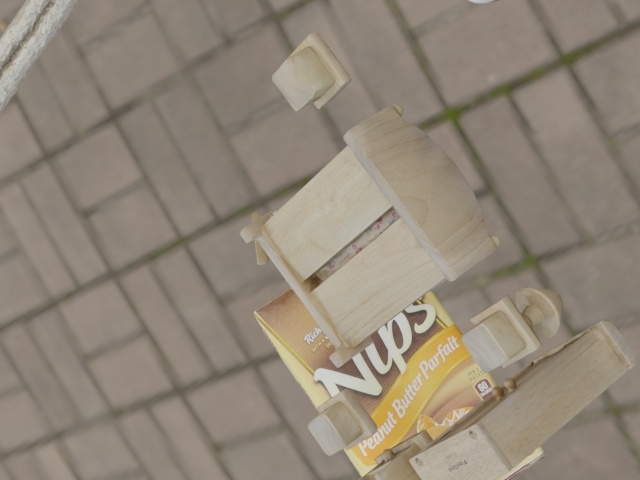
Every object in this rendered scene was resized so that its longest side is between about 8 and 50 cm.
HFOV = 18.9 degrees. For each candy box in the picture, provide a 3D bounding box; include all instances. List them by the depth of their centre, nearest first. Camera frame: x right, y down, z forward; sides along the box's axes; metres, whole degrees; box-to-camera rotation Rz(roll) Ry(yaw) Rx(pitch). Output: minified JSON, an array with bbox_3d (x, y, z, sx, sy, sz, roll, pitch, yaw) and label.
[{"bbox_3d":[0.087,0.165,2.163,0.316,0.183,0.087,55,175,10],"label":"candy box"}]

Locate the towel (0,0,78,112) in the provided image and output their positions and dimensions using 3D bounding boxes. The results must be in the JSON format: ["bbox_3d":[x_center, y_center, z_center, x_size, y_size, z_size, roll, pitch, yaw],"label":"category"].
[{"bbox_3d":[-0.273,-0.245,1.960,0.049,0.187,0.282,34,115,-12],"label":"towel"}]

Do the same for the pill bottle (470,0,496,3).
[{"bbox_3d":[0.150,-0.236,1.629,0.065,0.116,0.065,23,120,47],"label":"pill bottle"}]

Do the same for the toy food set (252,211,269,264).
[{"bbox_3d":[0.000,0.000,1.749,0.019,0.122,0.078,100,165,-57],"label":"toy food set"}]

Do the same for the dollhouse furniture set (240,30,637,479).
[{"bbox_3d":[0.067,0.020,1.574,0.355,0.174,0.303,55,143,3],"label":"dollhouse furniture set"}]
